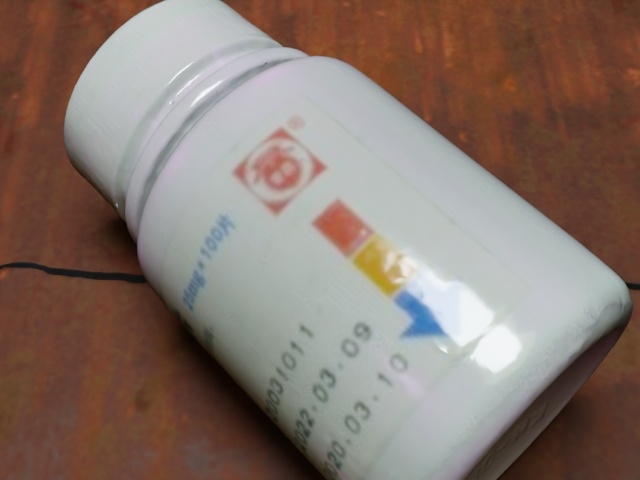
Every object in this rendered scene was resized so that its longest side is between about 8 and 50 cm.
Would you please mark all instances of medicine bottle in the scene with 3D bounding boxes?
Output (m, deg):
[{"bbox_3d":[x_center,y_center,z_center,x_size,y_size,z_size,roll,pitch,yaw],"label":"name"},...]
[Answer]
[{"bbox_3d":[0.000,0.000,0.452,0.170,0.170,0.293,-37,66,-24],"label":"medicine bottle"}]
